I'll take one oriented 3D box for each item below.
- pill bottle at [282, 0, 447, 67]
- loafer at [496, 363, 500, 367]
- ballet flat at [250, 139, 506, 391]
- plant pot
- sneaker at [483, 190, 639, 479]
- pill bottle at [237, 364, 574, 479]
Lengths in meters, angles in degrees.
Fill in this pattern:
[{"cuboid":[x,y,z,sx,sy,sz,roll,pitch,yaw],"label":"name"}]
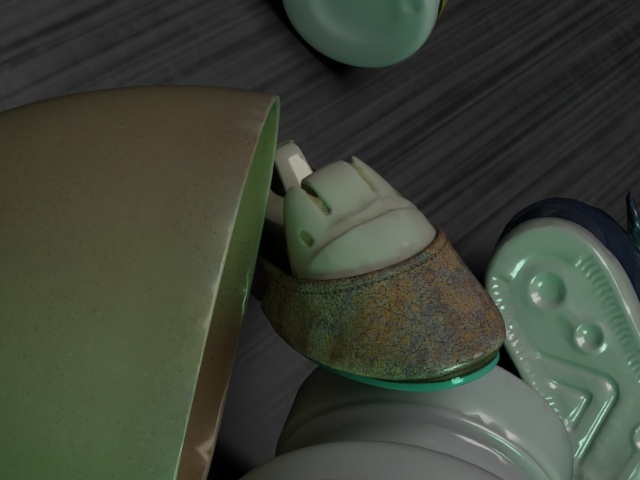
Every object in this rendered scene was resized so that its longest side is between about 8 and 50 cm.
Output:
[{"cuboid":[0.057,-0.231,1.488,0.119,0.119,0.208,46,41,-15],"label":"pill bottle"},{"cuboid":[0.077,0.089,1.331,0.267,0.084,0.096,55,37,-4],"label":"loafer"},{"cuboid":[0.000,0.000,1.164,0.107,0.316,0.106,-23,111,-21],"label":"ballet flat"},{"cuboid":[-0.143,0.045,1.024,0.191,0.284,0.284,12,49,2],"label":"plant pot"},{"cuboid":[0.214,0.122,1.390,0.323,0.130,0.236,68,14,2],"label":"sneaker"},{"cuboid":[0.020,0.258,1.052,0.229,0.229,0.408,40,42,-21],"label":"pill bottle"}]
